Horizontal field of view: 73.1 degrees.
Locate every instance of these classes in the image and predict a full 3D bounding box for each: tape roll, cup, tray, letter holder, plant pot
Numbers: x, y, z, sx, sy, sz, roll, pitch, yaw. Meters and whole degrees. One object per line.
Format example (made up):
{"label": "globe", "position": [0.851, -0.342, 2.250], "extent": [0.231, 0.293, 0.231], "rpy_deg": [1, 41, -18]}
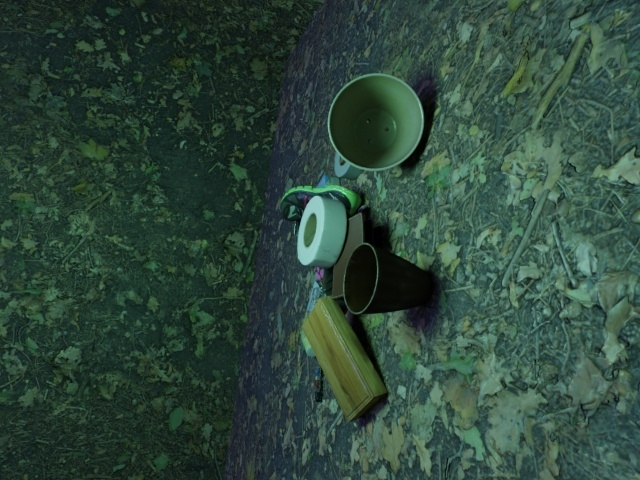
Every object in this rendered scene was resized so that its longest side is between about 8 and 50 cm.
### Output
{"label": "tape roll", "position": [0.001, -0.031, 1.732], "extent": [0.286, 0.100, 0.286], "rpy_deg": [-169, 90, -69]}
{"label": "cup", "position": [0.204, -0.423, 1.606], "extent": [0.237, 0.331, 0.330], "rpy_deg": [-49, -26, -79]}
{"label": "tape roll", "position": [0.141, -0.395, 2.014], "extent": [0.219, 0.072, 0.219], "rpy_deg": [-168, 90, -69]}
{"label": "tray", "position": [0.072, 0.431, 1.605], "extent": [0.410, 0.076, 0.202], "rpy_deg": [59, 138, 31]}
{"label": "letter holder", "position": [0.163, 0.070, 1.630], "extent": [0.214, 0.152, 0.301], "rpy_deg": [148, 129, -60]}
{"label": "plant pot", "position": [0.220, 0.132, 1.338], "extent": [0.215, 0.231, 0.215], "rpy_deg": [-169, 90, -68]}

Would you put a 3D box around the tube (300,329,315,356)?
{"label": "tube", "position": [-0.066, 0.491, 2.132], "extent": [0.070, 0.062, 0.240], "rpy_deg": [-37, 20, -2]}

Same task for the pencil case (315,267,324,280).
{"label": "pencil case", "position": [0.002, 0.083, 2.015], "extent": [0.098, 0.095, 0.209], "rpy_deg": [1, 106, 40]}

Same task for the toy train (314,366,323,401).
{"label": "toy train", "position": [-0.008, 0.641, 1.937], "extent": [0.027, 0.036, 0.158], "rpy_deg": [143, 134, -60]}

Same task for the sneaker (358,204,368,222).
{"label": "sneaker", "position": [0.179, -0.093, 1.823], "extent": [0.057, 0.047, 0.119], "rpy_deg": [58, 139, 40]}

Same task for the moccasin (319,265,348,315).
{"label": "moccasin", "position": [0.063, 0.171, 1.852], "extent": [0.147, 0.139, 0.380], "rpy_deg": [92, 173, -52]}

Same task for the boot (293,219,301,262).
{"label": "boot", "position": [-0.066, -0.010, 2.145], "extent": [0.179, 0.085, 0.236], "rpy_deg": [158, 109, -68]}

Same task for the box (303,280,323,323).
{"label": "box", "position": [-0.016, 0.331, 2.095], "extent": [0.159, 0.044, 0.233], "rpy_deg": [-136, 60, -65]}

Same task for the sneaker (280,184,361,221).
{"label": "sneaker", "position": [-0.033, -0.134, 1.993], "extent": [0.483, 0.185, 0.202], "rpy_deg": [-3, 64, 48]}

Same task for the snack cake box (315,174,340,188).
{"label": "snack cake box", "position": [0.011, -0.191, 2.221], "extent": [0.264, 0.089, 0.152], "rpy_deg": [126, 148, -48]}
